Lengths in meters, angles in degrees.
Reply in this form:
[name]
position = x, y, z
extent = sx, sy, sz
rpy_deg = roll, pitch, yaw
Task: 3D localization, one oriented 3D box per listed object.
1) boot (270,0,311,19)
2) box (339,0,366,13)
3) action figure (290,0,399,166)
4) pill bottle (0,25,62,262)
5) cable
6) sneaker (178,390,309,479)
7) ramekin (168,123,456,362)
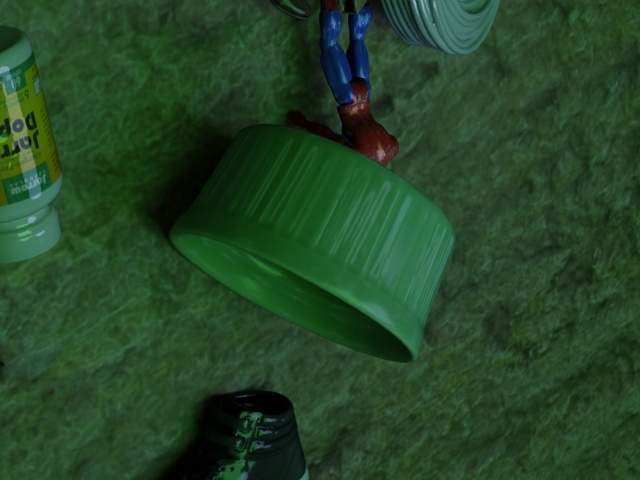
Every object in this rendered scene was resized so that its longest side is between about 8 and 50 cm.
[boot]
position = -0.019, -0.302, 1.484
extent = 0.106, 0.114, 0.037
rpy_deg = 37, 38, -23
[box]
position = 0.048, -0.363, 1.519
extent = 0.201, 0.021, 0.164
rpy_deg = -61, 146, -52
[action figure]
position = 0.015, -0.177, 1.601
extent = 0.091, 0.139, 0.280
rpy_deg = -14, 93, -34
[pill bottle]
position = -0.313, -0.089, 1.321
extent = 0.117, 0.117, 0.208
rpy_deg = -26, 123, -31
[cable]
position = 0.138, -0.343, 1.577
extent = 0.257, 0.089, 0.257
rpy_deg = 16, 82, -63
[sneaker]
position = -0.137, 0.271, 1.634
extent = 0.295, 0.104, 0.147
rpy_deg = -24, 120, -39
[ramekin]
position = 0.000, 0.000, 1.512
extent = 0.303, 0.303, 0.148
rpy_deg = 39, 73, -43
